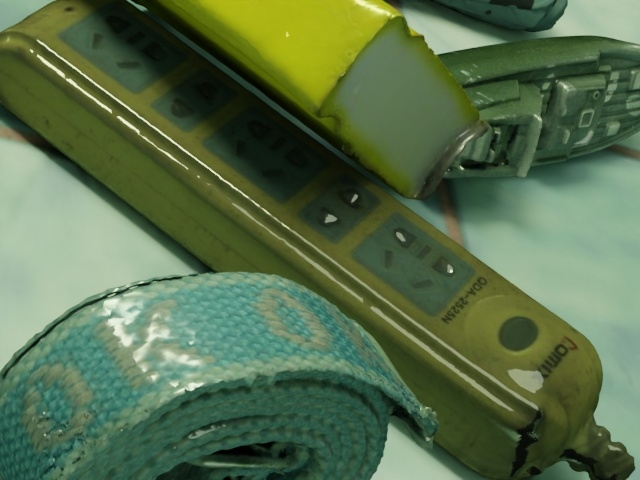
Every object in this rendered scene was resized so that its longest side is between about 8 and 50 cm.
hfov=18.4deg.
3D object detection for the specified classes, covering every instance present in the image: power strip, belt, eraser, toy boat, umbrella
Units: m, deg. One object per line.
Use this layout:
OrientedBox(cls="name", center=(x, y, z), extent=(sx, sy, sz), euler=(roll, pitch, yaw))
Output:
OrientedBox(cls="power strip", center=(0.000, 0.000, 0.998), extent=(0.387, 0.066, 0.092), euler=(37, 38, 8))
OrientedBox(cls="belt", center=(-0.053, 0.076, 0.805), extent=(0.163, 0.148, 0.082), euler=(33, 20, -52))
OrientedBox(cls="eraser", center=(-0.033, -0.121, 1.029), extent=(0.226, 0.069, 0.158), euler=(37, 1, 27))
OrientedBox(cls="toy boat", center=(0.132, -0.078, 1.173), extent=(0.260, 0.078, 0.085), euler=(-11, 35, -42))
OrientedBox(cls="umbrella", center=(0.047, -0.184, 1.261), extent=(0.250, 0.052, 0.053), euler=(16, 20, -23))
